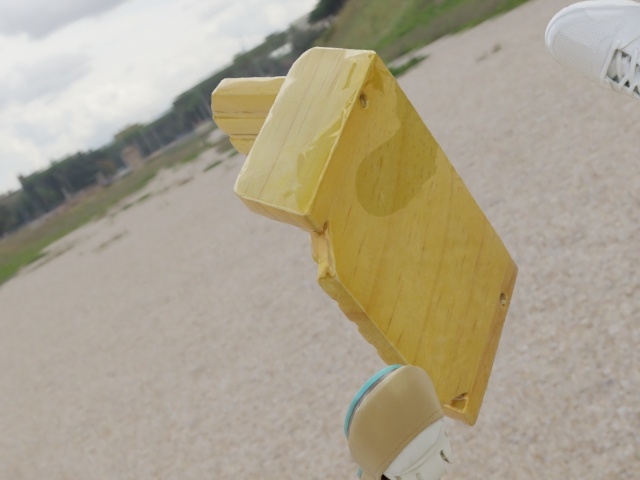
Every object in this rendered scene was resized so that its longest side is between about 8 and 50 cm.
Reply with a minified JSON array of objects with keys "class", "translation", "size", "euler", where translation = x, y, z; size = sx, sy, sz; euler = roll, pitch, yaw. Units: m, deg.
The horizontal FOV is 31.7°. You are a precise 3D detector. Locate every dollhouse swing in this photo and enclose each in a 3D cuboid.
[{"class":"dollhouse swing","translation":[0.000,0.000,1.266],"size":[0.305,0.347,0.315],"euler":[-8,45,36]}]

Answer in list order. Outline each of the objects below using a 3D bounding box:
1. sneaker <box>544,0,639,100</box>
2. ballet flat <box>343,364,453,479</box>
[{"class":"sneaker","translation":[0.392,-0.188,1.305],"size":[0.293,0.108,0.169],"euler":[19,34,12]},{"class":"ballet flat","translation":[0.067,0.156,0.828],"size":[0.080,0.073,0.232],"euler":[-41,-22,-13]}]
